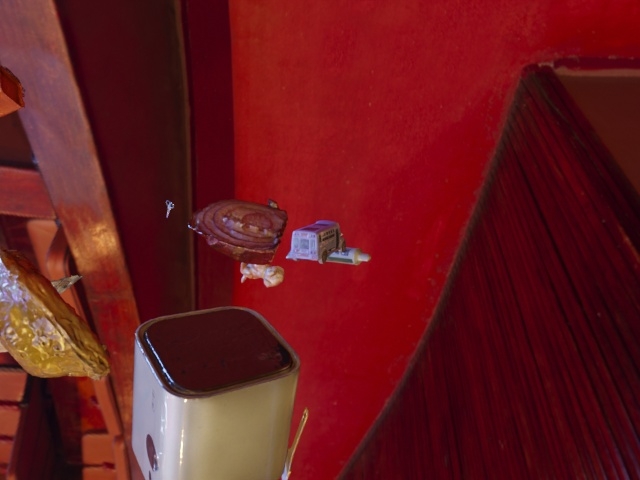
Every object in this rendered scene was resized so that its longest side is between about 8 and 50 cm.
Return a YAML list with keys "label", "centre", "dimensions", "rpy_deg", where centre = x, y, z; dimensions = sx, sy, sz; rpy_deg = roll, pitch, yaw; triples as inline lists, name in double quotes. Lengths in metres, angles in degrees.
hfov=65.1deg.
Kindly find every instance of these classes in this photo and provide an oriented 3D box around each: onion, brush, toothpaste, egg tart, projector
- label: "onion"
  centre: [-0.242, -0.017, 1.504]
  dimensions: [0.280, 0.314, 0.146]
  rpy_deg: [10, 119, 2]
- label: "brush"
  centre: [-0.081, 0.640, 1.581]
  dimensions: [0.013, 0.103, 0.272]
  rpy_deg: [14, 108, -14]
- label: "toothpaste"
  centre: [0.028, 0.046, 1.885]
  dimensions: [0.392, 0.098, 0.061]
  rpy_deg: [6, 144, 41]
- label: "egg tart"
  centre: [-0.728, 0.218, 1.291]
  dimensions: [0.443, 0.178, 0.443]
  rpy_deg: [35, 149, 25]
- label: "projector"
  centre: [-0.196, 0.292, 0.916]
  dimensions: [0.248, 0.249, 0.249]
  rpy_deg: [-5, 114, -35]

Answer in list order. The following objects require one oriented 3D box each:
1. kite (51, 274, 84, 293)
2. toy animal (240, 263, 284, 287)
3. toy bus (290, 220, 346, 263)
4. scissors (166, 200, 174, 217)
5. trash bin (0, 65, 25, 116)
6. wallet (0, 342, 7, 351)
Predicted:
- label: "kite"
  centre: [-0.969, 0.180, 1.600]
  dimensions: [0.406, 0.014, 0.368]
  rpy_deg: [-15, 151, -36]
- label: "toy animal"
  centre: [-0.240, 0.148, 2.081]
  dimensions: [0.185, 0.104, 0.183]
  rpy_deg: [30, 123, 13]
- label: "toy bus"
  centre: [0.000, 0.000, 1.085]
  dimensions: [0.073, 0.167, 0.076]
  rpy_deg: [4, 102, 22]
- label: "scissors"
  centre: [-0.562, -0.113, 1.857]
  dimensions: [0.036, 0.006, 0.083]
  rpy_deg: [35, 132, 8]
- label: "trash bin"
  centre: [-1.157, -0.485, 1.723]
  dimensions: [0.239, 0.161, 0.184]
  rpy_deg: [-16, 160, 0]
- label: "wallet"
  centre: [-0.934, 0.241, 1.474]
  dimensions: [0.124, 0.032, 0.182]
  rpy_deg: [2, 100, -48]
